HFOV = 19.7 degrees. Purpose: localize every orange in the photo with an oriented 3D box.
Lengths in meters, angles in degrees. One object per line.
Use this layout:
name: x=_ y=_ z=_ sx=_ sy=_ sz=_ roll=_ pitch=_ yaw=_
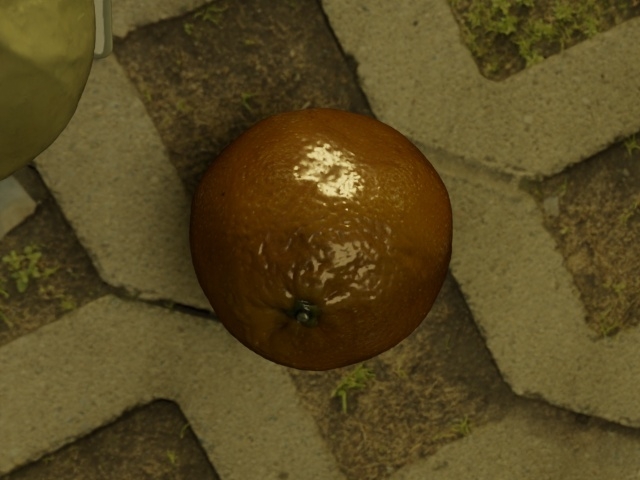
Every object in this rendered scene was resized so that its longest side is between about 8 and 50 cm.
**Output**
orange: x=0.000 y=0.000 z=1.742 sx=0.264 sy=0.264 sz=0.264 roll=-5 pitch=105 yaw=-21

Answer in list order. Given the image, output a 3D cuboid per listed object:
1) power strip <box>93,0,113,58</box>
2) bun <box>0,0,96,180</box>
power strip: x=-0.244 y=-0.297 z=1.684 sx=0.098 sy=0.058 sz=0.338 roll=-6 pitch=106 yaw=-21
bun: x=-0.351 y=-0.193 z=1.530 sx=0.364 sy=0.202 sz=0.364 roll=-6 pitch=108 yaw=-20
